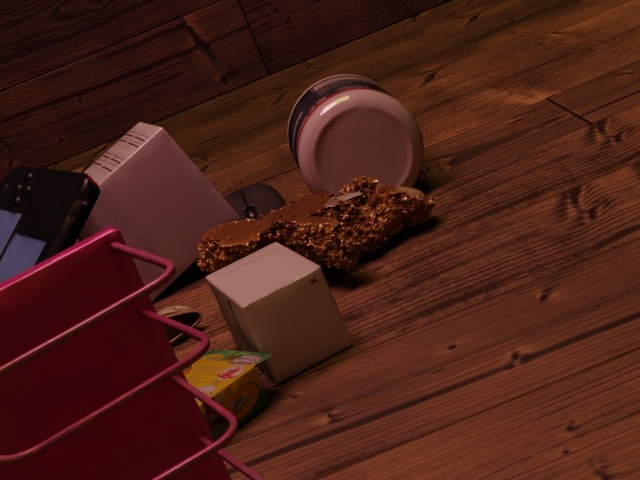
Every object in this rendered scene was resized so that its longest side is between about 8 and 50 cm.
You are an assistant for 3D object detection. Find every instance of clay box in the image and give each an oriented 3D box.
[{"bbox_3d":[-0.156,0.193,1.307,0.222,0.053,0.127,-32,19,-34],"label":"clay box"}]

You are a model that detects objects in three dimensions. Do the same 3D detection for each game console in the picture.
[{"bbox_3d":[-0.475,0.070,1.754,0.342,0.060,0.387,7,69,61],"label":"game console"}]

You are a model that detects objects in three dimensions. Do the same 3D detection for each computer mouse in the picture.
[{"bbox_3d":[-0.102,-0.044,1.949,0.188,0.072,0.272,-26,17,-8],"label":"computer mouse"}]

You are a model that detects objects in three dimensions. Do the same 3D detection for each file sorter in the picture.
[{"bbox_3d":[-0.169,0.172,0.982,0.202,0.291,0.182,-30,20,-23],"label":"file sorter"}]

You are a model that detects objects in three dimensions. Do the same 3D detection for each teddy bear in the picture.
[{"bbox_3d":[0.000,0.000,1.660,0.245,0.113,0.338,6,24,44],"label":"teddy bear"}]

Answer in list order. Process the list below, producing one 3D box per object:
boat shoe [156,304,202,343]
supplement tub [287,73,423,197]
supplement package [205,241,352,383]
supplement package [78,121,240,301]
[{"bbox_3d":[-0.227,0.129,1.601,0.153,0.056,0.048,-25,10,-36],"label":"boat shoe"},{"bbox_3d":[0.048,-0.160,1.905,0.191,0.191,0.272,-23,16,-1],"label":"supplement tub"},{"bbox_3d":[-0.052,0.081,1.432,0.105,0.105,0.179,-26,16,-13],"label":"supplement package"},{"bbox_3d":[-0.277,-0.045,1.877,0.203,0.194,0.149,-44,22,-10],"label":"supplement package"}]
